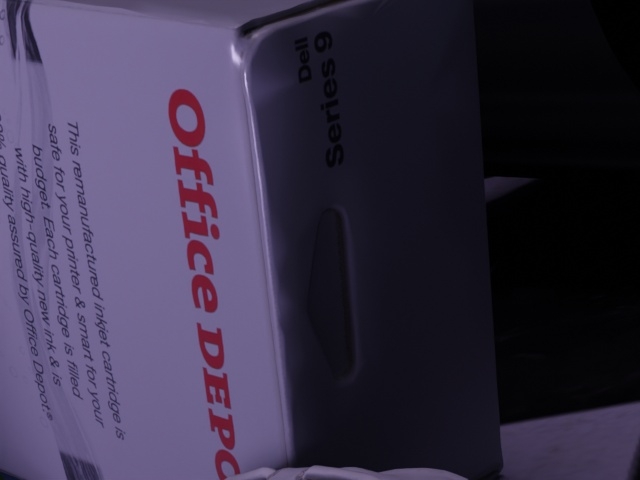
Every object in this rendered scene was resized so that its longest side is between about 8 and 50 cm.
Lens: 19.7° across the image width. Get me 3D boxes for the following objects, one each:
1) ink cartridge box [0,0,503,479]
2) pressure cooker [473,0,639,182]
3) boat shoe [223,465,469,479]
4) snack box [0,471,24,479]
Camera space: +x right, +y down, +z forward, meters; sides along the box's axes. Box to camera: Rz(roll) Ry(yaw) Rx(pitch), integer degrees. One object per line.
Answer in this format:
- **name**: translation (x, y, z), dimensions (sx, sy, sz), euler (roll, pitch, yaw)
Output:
- **ink cartridge box**: translation (-0.075, -0.009, 0.738), dimensions (0.289, 0.211, 0.121), euler (14, 27, 43)
- **pressure cooker**: translation (0.157, -0.218, 1.057), dimensions (0.370, 0.376, 0.420), euler (-18, 13, -34)
- **boat shoe**: translation (0.018, 0.099, 0.521), dimensions (0.084, 0.095, 0.258), euler (-30, 19, -33)
- **snack box**: translation (-0.154, 0.109, 0.838), dimensions (0.141, 0.037, 0.100), euler (-4, 19, 44)
